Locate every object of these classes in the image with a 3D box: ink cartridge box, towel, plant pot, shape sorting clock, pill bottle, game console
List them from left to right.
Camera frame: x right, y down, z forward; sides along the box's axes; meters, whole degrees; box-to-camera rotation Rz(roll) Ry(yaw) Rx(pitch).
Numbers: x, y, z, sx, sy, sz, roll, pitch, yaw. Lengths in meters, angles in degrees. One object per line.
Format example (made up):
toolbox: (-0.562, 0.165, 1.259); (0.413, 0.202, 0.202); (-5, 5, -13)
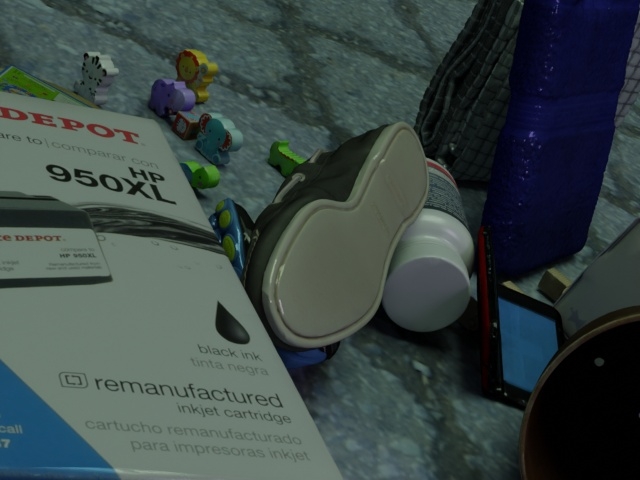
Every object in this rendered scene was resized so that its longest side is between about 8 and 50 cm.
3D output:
ink cartridge box: (-0.200, 0.064, 0.790); (0.285, 0.166, 0.395); (9, 30, -31)
shape sorting clock: (-0.246, -0.101, 1.190); (0.206, 0.040, 0.206); (28, 16, -9)
pill bottle: (0.090, 0.003, 1.219); (0.108, 0.108, 0.180); (19, 27, -13)
game console: (0.187, 0.074, 1.175); (0.085, 0.124, 0.144); (-1, 43, 4)
towel: (0.264, -0.204, 1.552); (0.235, 0.283, 0.121); (5, 32, -37)
towel: (0.246, -0.125, 1.385); (0.076, 0.308, 0.228); (20, 19, 33)
plant pot: (0.272, 0.139, 1.056); (0.215, 0.215, 0.230); (28, 12, 4)

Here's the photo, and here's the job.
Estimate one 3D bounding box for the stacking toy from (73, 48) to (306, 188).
stacking toy: (-0.128, -0.128, 1.332); (0.221, 0.052, 0.167); (41, 30, 27)

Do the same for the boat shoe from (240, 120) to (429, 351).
boat shoe: (0.000, 0.000, 1.058); (0.112, 0.095, 0.335); (65, 30, -16)

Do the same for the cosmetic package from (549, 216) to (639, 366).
cosmetic package: (0.387, 0.051, 1.324); (0.296, 0.153, 0.129); (-12, 58, -49)

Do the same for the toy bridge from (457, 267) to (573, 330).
toy bridge: (0.203, 0.068, 1.291); (0.063, 0.026, 0.188); (42, 32, 28)

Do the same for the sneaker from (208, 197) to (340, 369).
sneaker: (-0.047, 0.039, 1.094); (0.078, 0.067, 0.188); (9, 35, -45)
